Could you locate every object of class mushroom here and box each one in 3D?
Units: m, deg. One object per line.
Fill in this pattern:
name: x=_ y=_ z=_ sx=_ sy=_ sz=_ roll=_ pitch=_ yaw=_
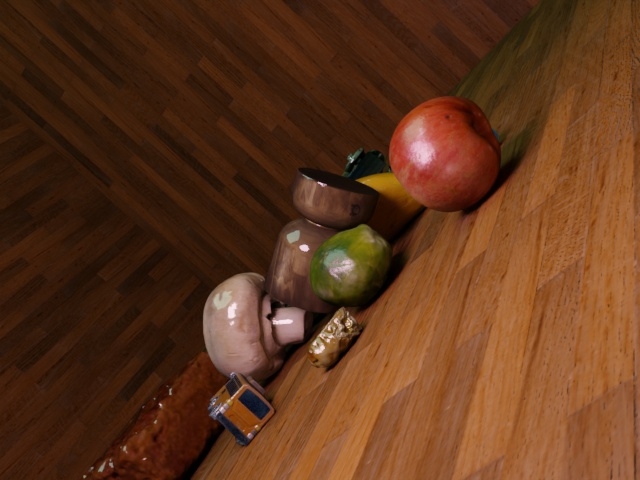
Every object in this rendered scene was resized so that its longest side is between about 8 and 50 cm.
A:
mushroom: x=-0.133 y=0.184 z=1.734 sx=0.234 sy=0.254 sz=0.260 roll=-12 pitch=57 yaw=11

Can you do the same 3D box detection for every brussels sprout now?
brussels sprout: x=0.057 y=0.048 z=1.485 sx=0.161 sy=0.144 sz=0.181 roll=-56 pitch=-6 yaw=15

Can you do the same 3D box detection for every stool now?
stool: x=0.000 y=0.000 z=1.639 sx=0.179 sy=0.179 sz=0.264 roll=-66 pitch=-6 yaw=-76

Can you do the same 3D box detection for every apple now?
apple: x=0.221 y=-0.150 z=1.352 sx=0.164 sy=0.209 sz=0.209 roll=-40 pitch=8 yaw=30

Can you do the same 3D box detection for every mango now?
mango: x=0.112 y=-0.061 z=1.765 sx=0.317 sy=0.176 sz=0.119 roll=-29 pitch=33 yaw=23

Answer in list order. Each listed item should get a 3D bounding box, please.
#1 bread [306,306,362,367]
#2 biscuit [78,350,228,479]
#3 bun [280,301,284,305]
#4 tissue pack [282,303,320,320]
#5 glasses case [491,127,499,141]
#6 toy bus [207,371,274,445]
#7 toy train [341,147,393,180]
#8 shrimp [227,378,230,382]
bread: x=0.021 y=0.169 z=1.338 sx=0.110 sy=0.060 sz=0.066 roll=-48 pitch=32 yaw=-12
biscuit: x=-0.371 y=0.465 z=1.794 sx=0.342 sy=0.166 sz=0.395 roll=-46 pitch=3 yaw=36
bun: x=-0.183 y=0.208 z=2.492 sx=0.173 sy=0.120 sz=0.173 roll=-12 pitch=7 yaw=1
tissue pack: x=-0.024 y=0.142 z=1.890 sx=0.235 sy=0.073 sz=0.173 roll=-42 pitch=6 yaw=48
glasses case: x=0.289 y=-0.171 z=1.716 sx=0.117 sy=0.070 sz=0.301 roll=-54 pitch=7 yaw=-8
toy bus: x=-0.152 y=0.315 z=1.504 sx=0.103 sy=0.091 sz=0.182 roll=-47 pitch=6 yaw=-9
toy train: x=0.077 y=-0.125 z=2.665 sx=0.442 sy=0.179 sz=0.272 roll=-52 pitch=-2 yaw=-38
shrimp: x=-0.196 y=0.322 z=2.015 sx=0.190 sy=0.075 sz=0.073 roll=-33 pitch=-21 yaw=30
